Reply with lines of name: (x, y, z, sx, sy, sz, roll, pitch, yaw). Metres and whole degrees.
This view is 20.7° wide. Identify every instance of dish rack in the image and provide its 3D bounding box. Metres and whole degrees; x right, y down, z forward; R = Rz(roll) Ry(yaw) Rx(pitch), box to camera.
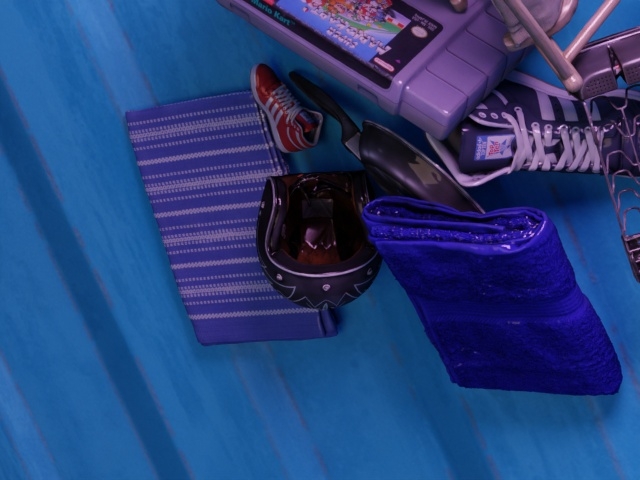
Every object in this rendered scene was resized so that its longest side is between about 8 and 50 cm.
dish rack: (0.378, -0.090, 1.779, 0.208, 0.074, 0.272, -17, 111, 10)

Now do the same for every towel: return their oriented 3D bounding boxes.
towel: (0.192, 0.074, 1.944, 0.227, 0.076, 0.308, 6, 147, 34)
towel: (-0.112, -0.023, 2.236, 0.243, 0.040, 0.336, -7, 106, 39)

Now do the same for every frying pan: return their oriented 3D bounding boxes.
frying pan: (0.066, -0.102, 1.982, 0.326, 0.053, 0.197, 39, 174, 11)

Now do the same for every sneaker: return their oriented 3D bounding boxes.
sneaker: (-0.039, -0.161, 2.098, 0.067, 0.042, 0.118, -1, 120, 50)
sneaker: (0.245, -0.106, 1.857, 0.282, 0.153, 0.099, 17, 122, 28)

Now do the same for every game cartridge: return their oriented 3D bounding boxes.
game cartridge: (0.051, -0.270, 1.865, 0.355, 0.230, 0.068, 34, 142, 17)

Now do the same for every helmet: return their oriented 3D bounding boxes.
helmet: (0.000, 0.000, 2.072, 0.169, 0.169, 0.162, -2, 94, 36)

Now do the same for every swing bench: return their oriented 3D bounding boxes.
swing bench: (0.167, -0.312, 1.686, 0.165, 0.253, 0.254, -50, 56, 0)
